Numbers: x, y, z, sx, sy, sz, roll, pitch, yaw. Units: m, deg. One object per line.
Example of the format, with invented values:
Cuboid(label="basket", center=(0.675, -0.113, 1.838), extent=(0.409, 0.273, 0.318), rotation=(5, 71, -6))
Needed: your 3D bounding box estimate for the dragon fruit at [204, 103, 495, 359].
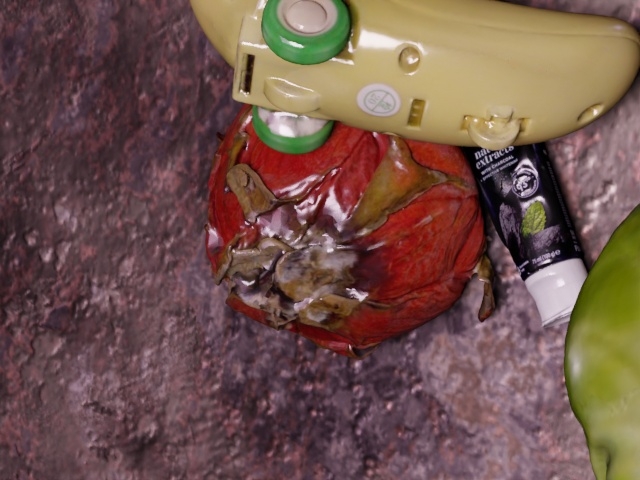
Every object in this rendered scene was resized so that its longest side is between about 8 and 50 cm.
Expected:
Cuboid(label="dragon fruit", center=(-0.004, -0.002, 1.397), extent=(0.218, 0.148, 0.224), rotation=(-14, 105, 31))

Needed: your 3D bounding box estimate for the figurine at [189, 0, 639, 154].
Cuboid(label="figurine", center=(0.064, -0.165, 1.342), extent=(0.324, 0.222, 0.124), rotation=(11, 144, 1))

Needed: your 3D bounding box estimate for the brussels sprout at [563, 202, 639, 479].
Cuboid(label="brussels sprout", center=(0.305, 0.122, 1.149), extent=(0.281, 0.289, 0.355), rotation=(-19, 44, 24))

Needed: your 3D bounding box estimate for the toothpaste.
Cuboid(label="toothpaste", center=(0.145, -0.032, 1.395), extent=(0.071, 0.045, 0.193), rotation=(-27, 75, 32))
